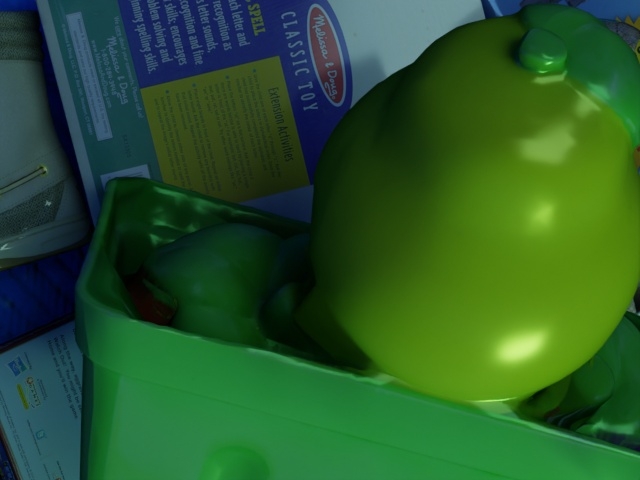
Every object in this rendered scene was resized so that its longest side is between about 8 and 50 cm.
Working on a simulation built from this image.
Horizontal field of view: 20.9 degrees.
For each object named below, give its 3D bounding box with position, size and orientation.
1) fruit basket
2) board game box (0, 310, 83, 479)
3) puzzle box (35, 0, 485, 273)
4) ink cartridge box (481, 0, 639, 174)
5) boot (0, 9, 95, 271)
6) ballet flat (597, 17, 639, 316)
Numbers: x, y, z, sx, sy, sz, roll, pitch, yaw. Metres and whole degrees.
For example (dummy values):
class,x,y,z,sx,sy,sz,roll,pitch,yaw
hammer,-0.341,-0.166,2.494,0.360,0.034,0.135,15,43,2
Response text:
class,x,y,z,sx,sy,sz,roll,pitch,yaw
fruit basket,0.057,0.029,0.935,0.392,0.283,0.392,-1,108,-2
board game box,-0.121,0.182,1.119,0.145,0.027,0.281,-25,100,-37
puzzle box,0.000,0.000,1.098,0.272,0.052,0.409,-14,95,-4
ink cartridge box,0.214,-0.146,1.271,0.270,0.151,0.395,-38,107,-25
boot,-0.250,-0.053,1.051,0.213,0.077,0.165,-15,95,-34
ballet flat,0.196,0.005,1.126,0.106,0.107,0.316,-10,111,11
